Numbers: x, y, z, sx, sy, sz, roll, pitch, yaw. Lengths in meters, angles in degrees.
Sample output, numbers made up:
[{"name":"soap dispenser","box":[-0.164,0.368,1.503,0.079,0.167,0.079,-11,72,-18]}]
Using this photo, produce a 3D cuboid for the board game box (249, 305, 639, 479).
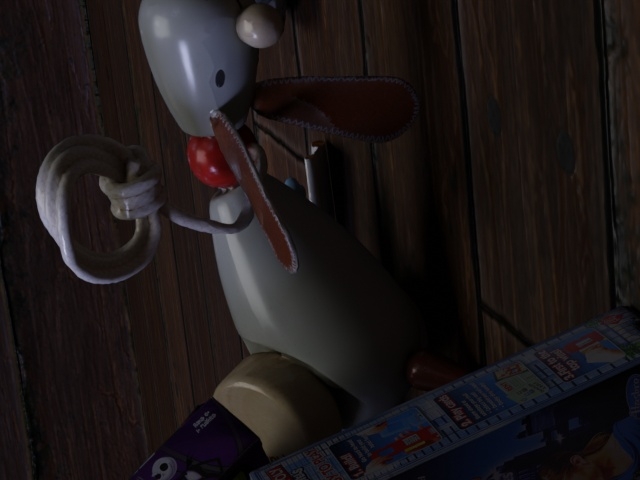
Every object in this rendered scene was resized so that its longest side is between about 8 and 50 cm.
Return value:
[{"name":"board game box","box":[0.070,0.145,0.784,0.060,0.194,0.194,-134,36,-67]}]

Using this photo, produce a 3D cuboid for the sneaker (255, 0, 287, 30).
[{"name":"sneaker","box":[-0.103,-0.251,1.368,0.297,0.129,0.111,-117,24,-49]}]

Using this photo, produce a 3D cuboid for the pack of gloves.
[{"name":"pack of gloves","box":[-0.015,0.055,1.257,0.195,0.046,0.232,-56,-40,-74]}]

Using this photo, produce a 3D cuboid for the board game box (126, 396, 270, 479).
[{"name":"board game box","box":[-0.153,0.262,0.997,0.056,0.347,0.208,38,163,28]}]

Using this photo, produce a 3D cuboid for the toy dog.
[{"name":"toy dog","box":[0.000,0.000,1.032,0.334,0.161,0.220,55,-133,-39]}]
